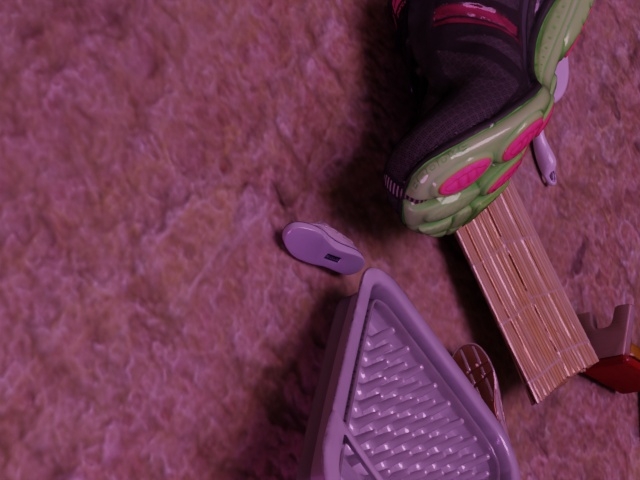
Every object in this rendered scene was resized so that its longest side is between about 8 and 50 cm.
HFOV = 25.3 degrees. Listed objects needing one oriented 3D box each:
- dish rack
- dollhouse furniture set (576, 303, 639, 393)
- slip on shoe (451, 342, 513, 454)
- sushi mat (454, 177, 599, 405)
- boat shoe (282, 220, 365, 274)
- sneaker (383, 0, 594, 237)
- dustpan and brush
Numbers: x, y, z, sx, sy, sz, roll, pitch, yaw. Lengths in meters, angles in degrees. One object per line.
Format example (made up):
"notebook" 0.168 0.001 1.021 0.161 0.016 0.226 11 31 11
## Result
"dish rack" 0.075 0.210 1.244 0.285 0.072 0.333 52 27 -22
"dollhouse furniture set" 0.483 0.193 1.685 0.374 0.201 0.152 27 56 -42
"slip on shoe" 0.162 0.171 1.440 0.041 0.051 0.135 81 -10 -78
"sushi mat" 0.196 0.010 1.527 0.151 0.019 0.316 -19 83 -50
"boat shoe" 0.000 0.000 1.322 0.100 0.035 0.035 22 32 -40
"sneaker" 0.142 -0.180 1.468 0.202 0.185 0.483 28 43 0
"dustpan and brush" 0.248 -0.168 1.672 0.147 0.060 0.211 -20 85 -40
